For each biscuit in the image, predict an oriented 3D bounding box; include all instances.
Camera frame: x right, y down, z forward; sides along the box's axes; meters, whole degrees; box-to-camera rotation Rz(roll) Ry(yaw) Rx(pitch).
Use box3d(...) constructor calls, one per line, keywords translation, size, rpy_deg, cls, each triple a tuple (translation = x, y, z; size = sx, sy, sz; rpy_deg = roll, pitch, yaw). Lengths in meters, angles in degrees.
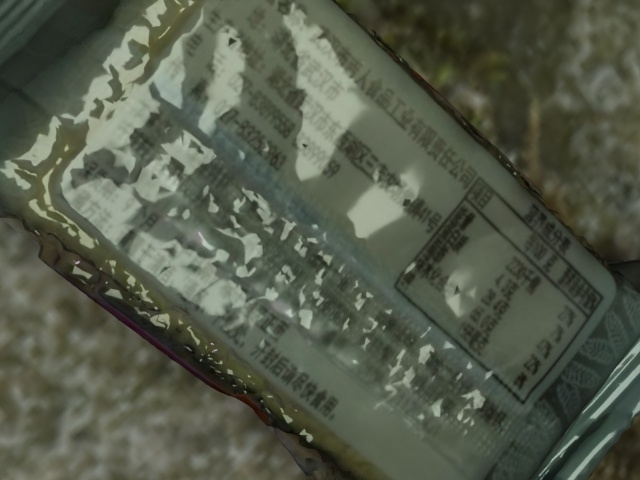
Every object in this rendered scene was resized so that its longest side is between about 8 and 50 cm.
box3d(translation=(-0.003, 0.004, 0.624), size=(0.309, 0.079, 0.186), rpy_deg=(39, 85, -23), cls="biscuit")
